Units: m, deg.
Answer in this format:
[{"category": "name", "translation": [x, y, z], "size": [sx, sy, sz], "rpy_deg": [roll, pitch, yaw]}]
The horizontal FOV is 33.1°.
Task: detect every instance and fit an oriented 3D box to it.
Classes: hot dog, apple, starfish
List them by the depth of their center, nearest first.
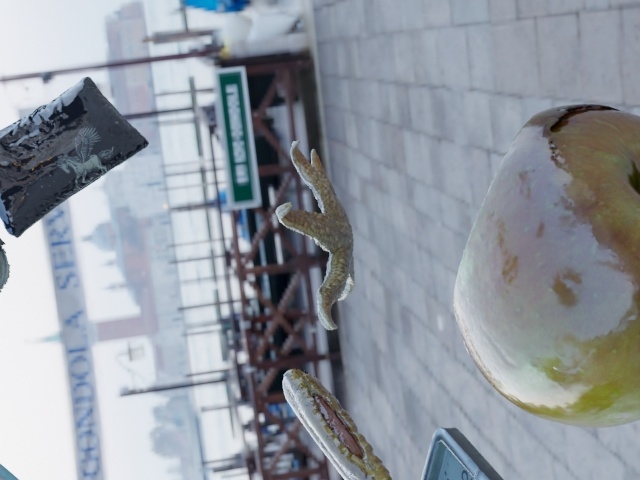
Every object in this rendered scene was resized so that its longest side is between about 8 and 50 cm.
[{"category": "apple", "translation": [0.335, 0.037, 1.331], "size": [0.374, 0.374, 0.384], "rpy_deg": [93, 167, -53]}, {"category": "hot dog", "translation": [0.028, 0.314, 1.742], "size": [0.289, 0.068, 0.083], "rpy_deg": [48, 153, 37]}, {"category": "starfish", "translation": [0.011, -0.001, 1.879], "size": [0.375, 0.094, 0.327], "rpy_deg": [-90, -15, -47]}]

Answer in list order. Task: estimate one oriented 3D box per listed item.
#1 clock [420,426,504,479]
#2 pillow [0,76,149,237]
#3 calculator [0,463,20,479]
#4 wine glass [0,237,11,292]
[{"category": "clock", "translation": [0.217, 0.449, 1.566], "size": [0.279, 0.049, 0.273], "rpy_deg": [-133, 51, -59]}, {"category": "pillow", "translation": [-0.329, -0.108, 1.324], "size": [0.141, 0.208, 0.055], "rpy_deg": [48, 154, 13]}, {"category": "calculator", "translation": [-0.293, 0.232, 0.658], "size": [0.386, 0.256, 0.054], "rpy_deg": [28, 154, 22]}, {"category": "wine glass", "translation": [-0.477, 0.062, 1.230], "size": [0.126, 0.241, 0.126], "rpy_deg": [41, -148, -32]}]
